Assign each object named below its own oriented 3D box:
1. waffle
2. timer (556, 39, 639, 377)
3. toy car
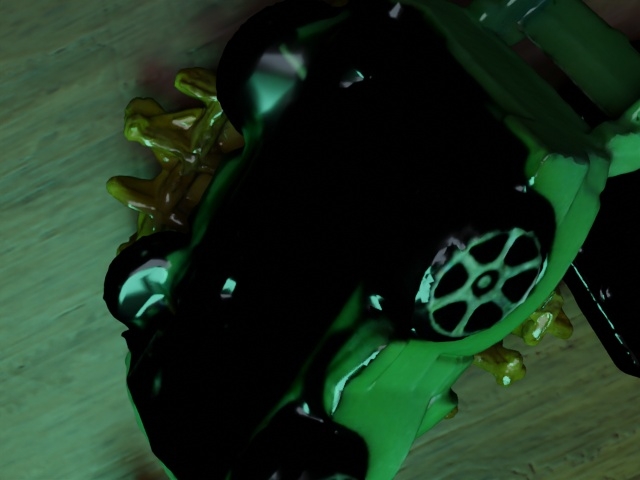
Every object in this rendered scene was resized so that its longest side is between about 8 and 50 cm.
[{"bbox_3d":[0.000,0.000,1.102,0.259,0.069,0.293,-22,110,7],"label":"waffle"},{"bbox_3d":[0.203,-0.022,1.091,0.144,0.055,0.187,-38,105,-17],"label":"timer"},{"bbox_3d":[0.034,0.004,0.969,0.176,0.213,0.359,10,120,-44],"label":"toy car"}]
